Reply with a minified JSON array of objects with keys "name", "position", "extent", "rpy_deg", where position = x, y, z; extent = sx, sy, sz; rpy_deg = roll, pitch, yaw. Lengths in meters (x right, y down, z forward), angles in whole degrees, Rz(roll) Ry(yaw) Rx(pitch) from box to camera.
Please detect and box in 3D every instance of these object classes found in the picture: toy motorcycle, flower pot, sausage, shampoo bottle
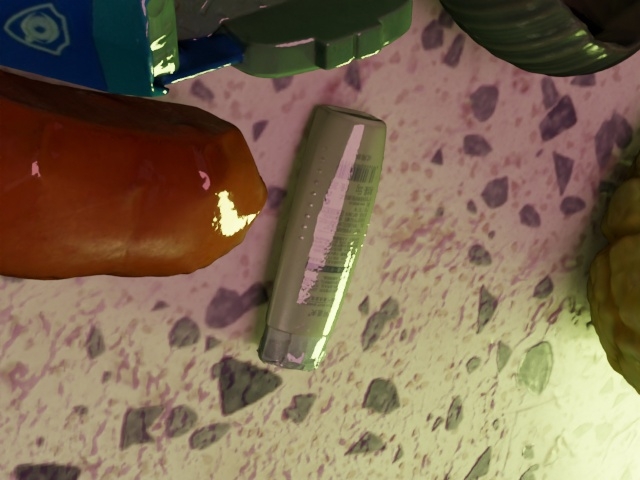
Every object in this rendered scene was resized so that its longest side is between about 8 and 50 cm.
[{"name":"toy motorcycle","position":[-0.088,-0.172,0.714],"extent":[0.326,0.200,0.191],"rpy_deg":[-25,136,-26]},{"name":"flower pot","position":[0.168,-0.233,0.906],"extent":[0.189,0.157,0.243],"rpy_deg":[-44,129,-8]},{"name":"sausage","position":[-0.156,-0.037,0.797],"extent":[0.258,0.133,0.133],"rpy_deg":[3,109,-39]},{"name":"shampoo bottle","position":[0.000,0.000,0.966],"extent":[0.072,0.049,0.212],"rpy_deg":[8,105,-40]}]

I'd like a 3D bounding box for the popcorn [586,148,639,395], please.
[{"name":"popcorn","position":[0.420,0.026,1.158],"extent":[0.334,0.294,0.292],"rpy_deg":[-19,165,6]}]
